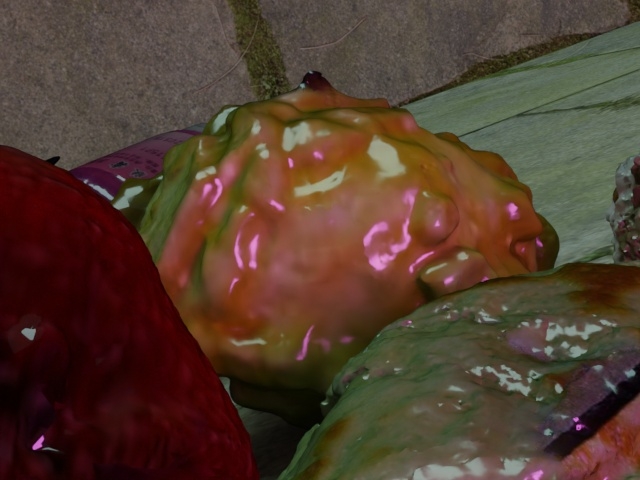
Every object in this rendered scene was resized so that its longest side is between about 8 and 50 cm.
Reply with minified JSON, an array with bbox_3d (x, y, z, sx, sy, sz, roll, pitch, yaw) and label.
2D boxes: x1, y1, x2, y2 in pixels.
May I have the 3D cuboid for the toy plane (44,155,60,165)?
[{"bbox_3d":[-0.209,0.097,0.747,0.106,0.155,0.381,-12,27,35],"label":"toy plane"}]

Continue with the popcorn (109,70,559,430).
[{"bbox_3d":[0.000,0.000,0.738,0.266,0.192,0.233,10,12,30],"label":"popcorn"}]

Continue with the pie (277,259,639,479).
[{"bbox_3d":[0.072,0.070,0.504,0.201,0.090,0.248,-10,16,39],"label":"pie"}]

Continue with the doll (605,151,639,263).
[{"bbox_3d":[0.248,-0.021,0.655,0.221,0.105,0.115,-20,45,-13],"label":"doll"}]

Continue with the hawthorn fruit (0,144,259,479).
[{"bbox_3d":[-0.145,0.108,0.417,0.266,0.210,0.230,-55,7,41],"label":"hawthorn fruit"}]

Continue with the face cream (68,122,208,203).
[{"bbox_3d":[-0.107,0.004,1.019,0.175,0.175,0.195,-10,14,46],"label":"face cream"}]
